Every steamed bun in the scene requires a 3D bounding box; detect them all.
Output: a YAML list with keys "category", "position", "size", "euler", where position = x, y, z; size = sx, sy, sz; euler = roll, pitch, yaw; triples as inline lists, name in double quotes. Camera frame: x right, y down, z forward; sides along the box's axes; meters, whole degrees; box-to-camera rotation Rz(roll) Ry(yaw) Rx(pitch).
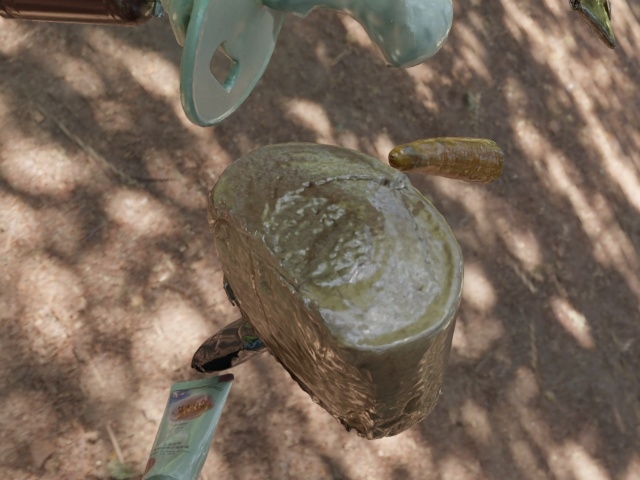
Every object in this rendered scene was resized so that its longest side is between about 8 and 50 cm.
- category: "steamed bun"
  position: [0.030, 0.036, 1.006]
  size: [0.199, 0.251, 0.301]
  euler: [-35, 58, -17]

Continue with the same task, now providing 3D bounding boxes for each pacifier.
- category: "pacifier"
  position: [-0.004, -0.248, 0.900]
  size: [0.269, 0.343, 0.288]
  euler: [22, 0, 10]

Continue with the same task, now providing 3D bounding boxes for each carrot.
- category: "carrot"
  position: [0.145, -0.099, 1.169]
  size: [0.209, 0.061, 0.061]
  euler: [-3, 70, -50]

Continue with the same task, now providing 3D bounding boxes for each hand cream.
- category: "hand cream"
  position: [-0.229, 0.329, 1.602]
  size: [0.341, 0.124, 0.078]
  euler: [-80, 155, -60]

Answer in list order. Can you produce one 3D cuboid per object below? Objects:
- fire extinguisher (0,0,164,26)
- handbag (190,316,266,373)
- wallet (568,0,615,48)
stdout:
- category: "fire extinguisher"
  position: [-0.351, -0.398, 1.481]
  size: [0.114, 0.337, 0.135]
  euler: [-5, 104, -65]
- category: "handbag"
  position: [-0.100, 0.157, 1.693]
  size: [0.211, 0.254, 0.089]
  euler: [-28, 90, -31]
- category: "wallet"
  position: [0.407, -0.360, 1.467]
  size: [0.176, 0.026, 0.095]
  euler: [14, 66, -55]
